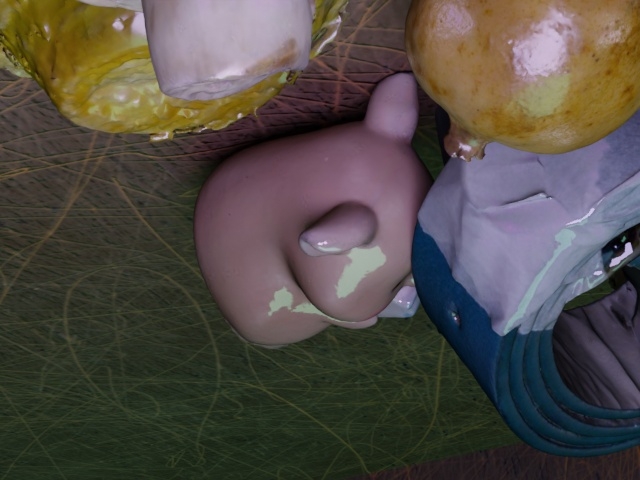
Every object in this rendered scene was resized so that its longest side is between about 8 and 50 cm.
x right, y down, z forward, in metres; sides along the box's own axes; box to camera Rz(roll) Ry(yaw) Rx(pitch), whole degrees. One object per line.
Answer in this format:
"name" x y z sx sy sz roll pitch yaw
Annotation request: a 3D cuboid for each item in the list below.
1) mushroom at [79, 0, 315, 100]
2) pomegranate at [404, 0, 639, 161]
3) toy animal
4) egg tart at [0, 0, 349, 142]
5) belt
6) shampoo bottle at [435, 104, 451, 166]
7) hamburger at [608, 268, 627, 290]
"mushroom" -0.067 -0.178 0.739 0.254 0.234 0.260 -10 161 13
"pomegranate" 0.149 -0.138 1.057 0.196 0.196 0.196 -9 162 -3
"toy animal" 0.004 0.000 1.342 0.256 0.195 0.213 -12 134 40
"egg tart" -0.107 -0.148 1.001 0.295 0.116 0.295 -7 162 -2
"belt" 0.248 0.028 1.286 0.300 0.173 0.436 -39 140 2
"shampoo bottle" 0.229 -0.100 1.361 0.246 0.079 0.080 0 160 -27
"hamburger" 0.459 0.020 1.520 0.195 0.318 0.277 2 125 -27
